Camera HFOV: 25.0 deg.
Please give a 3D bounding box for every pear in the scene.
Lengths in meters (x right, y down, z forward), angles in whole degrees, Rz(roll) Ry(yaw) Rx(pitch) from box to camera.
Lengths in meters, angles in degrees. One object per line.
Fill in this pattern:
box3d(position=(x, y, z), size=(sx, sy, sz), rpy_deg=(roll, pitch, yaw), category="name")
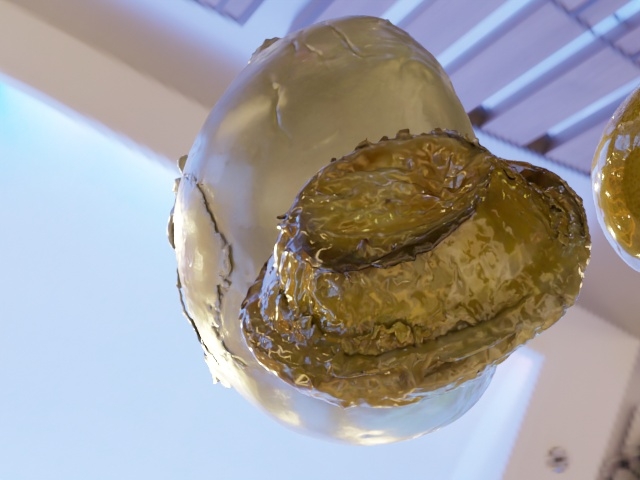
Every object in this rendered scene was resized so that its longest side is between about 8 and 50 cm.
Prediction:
box3d(position=(0.342, -0.063, 1.272), size=(0.209, 0.209, 0.209), rpy_deg=(5, -104, -19), category="pear")

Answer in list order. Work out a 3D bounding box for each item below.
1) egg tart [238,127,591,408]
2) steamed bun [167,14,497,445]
box3d(position=(0.043, 0.001, 0.735), size=(0.191, 0.191, 0.074), rpy_deg=(-34, -57, -24), category="egg tart")
box3d(position=(0.000, 0.000, 1.136), size=(0.233, 0.312, 0.333), rpy_deg=(-14, -82, -8), category="steamed bun")
